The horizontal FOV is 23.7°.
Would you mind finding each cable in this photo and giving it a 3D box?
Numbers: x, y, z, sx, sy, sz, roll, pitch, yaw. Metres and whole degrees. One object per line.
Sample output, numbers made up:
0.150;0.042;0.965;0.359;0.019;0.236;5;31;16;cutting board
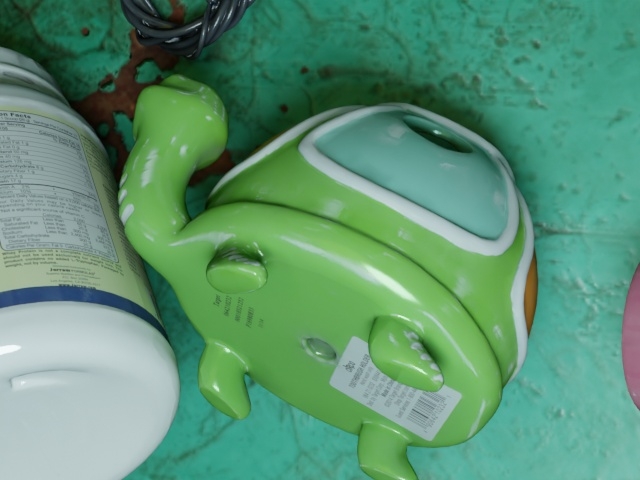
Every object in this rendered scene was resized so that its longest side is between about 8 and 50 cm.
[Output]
-0.108;-0.243;1.289;0.151;0.047;0.184;-12;81;14;cable

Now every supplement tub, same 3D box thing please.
-0.258;0.027;1.182;0.235;0.235;0.325;-36;51;15;supplement tub

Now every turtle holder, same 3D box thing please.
0.010;0.014;1.135;0.320;0.243;0.227;12;54;30;turtle holder

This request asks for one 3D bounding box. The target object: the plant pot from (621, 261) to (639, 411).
0.316;0.070;1.048;0.180;0.201;0.201;3;89;35;plant pot
